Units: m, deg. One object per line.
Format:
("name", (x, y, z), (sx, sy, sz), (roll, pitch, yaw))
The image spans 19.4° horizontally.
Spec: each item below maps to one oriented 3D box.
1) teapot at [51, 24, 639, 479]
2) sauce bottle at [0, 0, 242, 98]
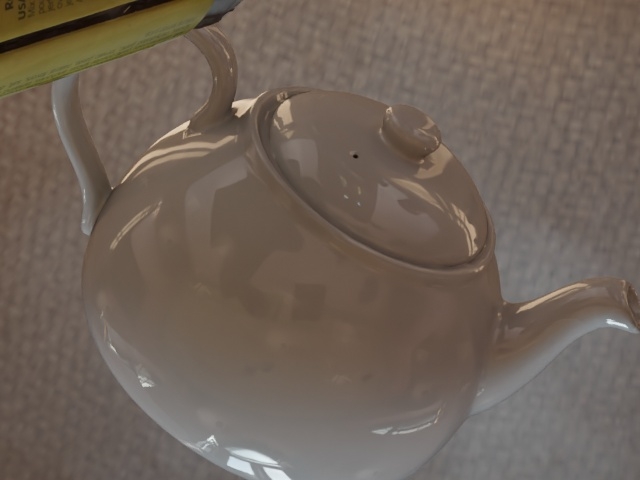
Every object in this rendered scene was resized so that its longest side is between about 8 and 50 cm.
("teapot", (0.000, 0.000, 1.028), (0.256, 0.252, 0.187), (3, 131, -41))
("sauce bottle", (-0.162, -0.096, 0.691), (0.111, 0.344, 0.111), (14, 115, 34))
